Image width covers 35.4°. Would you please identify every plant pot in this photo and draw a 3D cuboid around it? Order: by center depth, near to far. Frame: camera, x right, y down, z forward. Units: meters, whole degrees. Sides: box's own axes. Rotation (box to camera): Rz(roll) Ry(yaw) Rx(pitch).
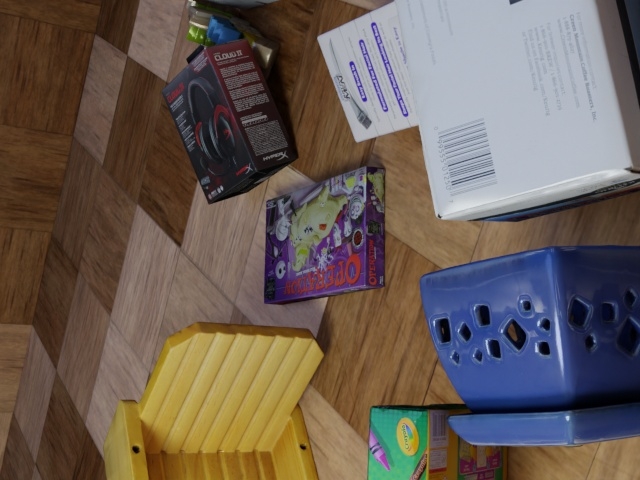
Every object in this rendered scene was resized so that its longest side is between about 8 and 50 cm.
[{"bbox_3d":[0.277,0.127,1.164,0.236,0.236,0.212,-16,76,55],"label":"plant pot"}]

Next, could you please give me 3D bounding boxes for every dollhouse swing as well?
[{"bbox_3d":[-0.141,0.352,1.681,0.305,0.346,0.315,-50,44,41],"label":"dollhouse swing"}]

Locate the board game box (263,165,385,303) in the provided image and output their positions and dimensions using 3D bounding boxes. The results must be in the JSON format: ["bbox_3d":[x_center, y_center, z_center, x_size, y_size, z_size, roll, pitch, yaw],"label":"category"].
[{"bbox_3d":[0.000,0.000,1.812,0.347,0.056,0.208,-15,75,56],"label":"board game box"}]

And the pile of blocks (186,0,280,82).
[{"bbox_3d":[-0.211,-0.418,2.138,0.362,0.149,0.113,47,123,51],"label":"pile of blocks"}]

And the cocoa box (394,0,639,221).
[{"bbox_3d":[0.250,-0.211,1.160,0.231,0.228,0.347,-15,82,32],"label":"cocoa box"}]

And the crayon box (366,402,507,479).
[{"bbox_3d":[0.156,0.294,1.277,0.081,0.278,0.165,-2,82,30],"label":"crayon box"}]

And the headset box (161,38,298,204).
[{"bbox_3d":[-0.193,-0.249,2.015,0.218,0.110,0.293,-26,85,54],"label":"headset box"}]

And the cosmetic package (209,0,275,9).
[{"bbox_3d":[-0.150,-0.547,2.096,0.231,0.117,0.086,11,94,60],"label":"cosmetic package"}]

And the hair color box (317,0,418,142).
[{"bbox_3d":[0.151,-0.272,1.499,0.339,0.110,0.185,-8,106,56],"label":"hair color box"}]
